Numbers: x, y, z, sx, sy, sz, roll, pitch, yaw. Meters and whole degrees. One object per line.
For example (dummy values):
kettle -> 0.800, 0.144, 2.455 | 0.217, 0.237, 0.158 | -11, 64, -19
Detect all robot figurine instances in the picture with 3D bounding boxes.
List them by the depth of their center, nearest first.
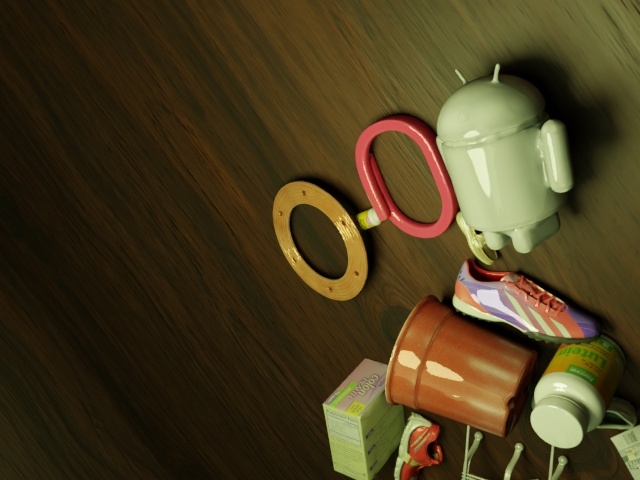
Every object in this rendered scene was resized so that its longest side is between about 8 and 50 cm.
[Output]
robot figurine -> 0.337, -0.155, 1.269 | 0.300, 0.200, 0.353 | 6, 121, 54

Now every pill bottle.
pill bottle -> 0.519, 0.302, 1.378 | 0.136, 0.246, 0.136 | 21, 128, 29
pill bottle -> 0.119, -0.053, 1.629 | 0.083, 0.043, 0.043 | -21, 102, 45

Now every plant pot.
plant pot -> 0.326, 0.294, 1.521 | 0.265, 0.272, 0.272 | 20, 128, 27

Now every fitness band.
fitness band -> 0.194, -0.138, 1.511 | 0.209, 0.054, 0.290 | -13, 109, 41

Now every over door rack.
over door rack -> 0.469, 0.483, 1.654 | 0.240, 0.108, 0.324 | 6, 106, 37

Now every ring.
ring -> 0.000, 0.000, 1.741 | 0.337, 0.032, 0.336 | 32, 138, 34

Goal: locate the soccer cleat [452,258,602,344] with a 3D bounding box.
soccer cleat -> 0.437, 0.130, 1.446 | 0.318, 0.109, 0.116 | 16, 114, 31

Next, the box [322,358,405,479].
box -> 0.126, 0.490, 1.850 | 0.117, 0.213, 0.242 | 12, 124, 34

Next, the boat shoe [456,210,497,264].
boat shoe -> 0.344, -0.010, 1.465 | 0.135, 0.050, 0.045 | 55, 142, -3

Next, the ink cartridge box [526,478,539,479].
ink cartridge box -> 0.484, 0.739, 1.822 | 0.333, 0.065, 0.165 | -30, 97, 45

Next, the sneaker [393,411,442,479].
sneaker -> 0.277, 0.602, 1.883 | 0.118, 0.107, 0.279 | 17, 129, 20

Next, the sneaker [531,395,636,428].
sneaker -> 0.563, 0.365, 1.456 | 0.212, 0.094, 0.080 | 2, 100, 19

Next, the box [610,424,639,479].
box -> 0.718, 0.473, 1.419 | 0.145, 0.038, 0.186 | -53, 51, 45
